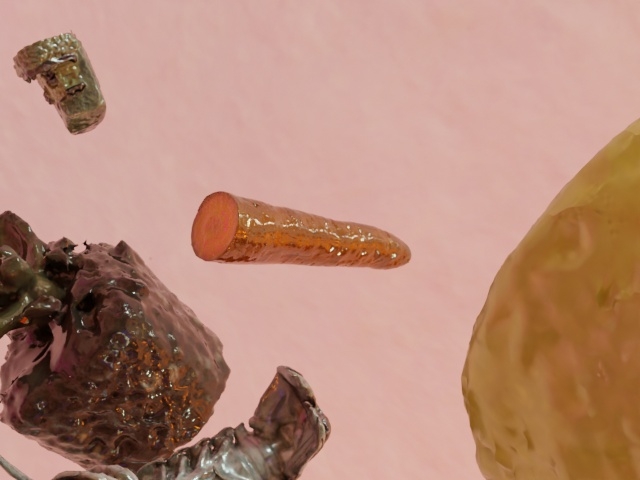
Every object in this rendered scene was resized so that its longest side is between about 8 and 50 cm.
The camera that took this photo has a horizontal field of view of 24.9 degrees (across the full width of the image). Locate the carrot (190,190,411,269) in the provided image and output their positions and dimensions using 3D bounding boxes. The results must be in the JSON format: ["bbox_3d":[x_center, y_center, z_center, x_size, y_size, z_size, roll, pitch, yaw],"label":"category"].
[{"bbox_3d":[0.000,0.000,1.186,0.224,0.057,0.057,8,88,-40],"label":"carrot"}]

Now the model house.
[{"bbox_3d":[-0.233,-0.138,1.312,0.066,0.079,0.083,-25,90,-18],"label":"model house"}]

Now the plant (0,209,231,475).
[{"bbox_3d":[-0.266,0.099,1.558,0.213,0.215,0.312,-39,116,7],"label":"plant"}]

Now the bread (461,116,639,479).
[{"bbox_3d":[0.270,0.101,0.731,0.348,0.308,0.348,-12,129,-16],"label":"bread"}]

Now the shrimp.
[{"bbox_3d":[-0.164,0.234,1.153,0.410,0.166,0.221,-19,59,-40],"label":"shrimp"}]
